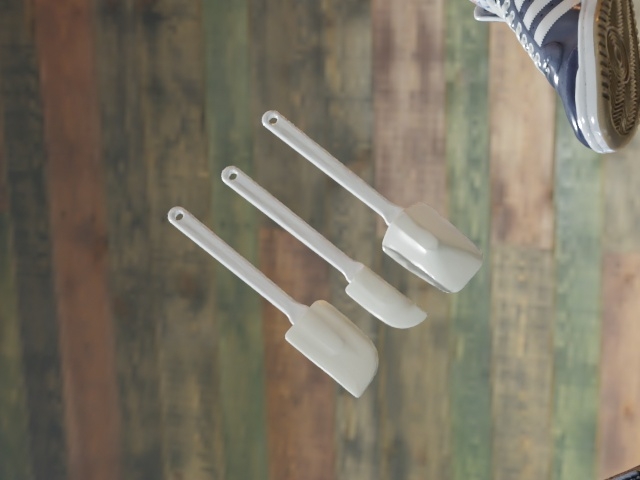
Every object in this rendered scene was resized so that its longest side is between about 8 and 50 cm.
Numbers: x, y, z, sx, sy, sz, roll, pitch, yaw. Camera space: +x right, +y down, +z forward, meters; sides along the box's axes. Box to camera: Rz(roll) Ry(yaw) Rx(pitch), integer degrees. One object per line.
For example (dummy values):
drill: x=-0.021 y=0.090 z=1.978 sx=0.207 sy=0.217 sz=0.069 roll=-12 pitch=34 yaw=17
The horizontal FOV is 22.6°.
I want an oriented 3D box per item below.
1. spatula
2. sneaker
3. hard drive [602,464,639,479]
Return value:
spatula: x=0.000 y=0.000 z=1.367 sx=0.168 sy=0.242 sz=0.019 roll=-48 pitch=-22 yaw=-8
sneaker: x=0.183 y=-0.185 z=1.363 sx=0.099 sy=0.153 sz=0.282 roll=39 pitch=-136 yaw=-51
hard drive: x=0.155 y=0.220 z=0.863 sx=0.339 sy=0.237 sz=0.064 roll=40 pitch=-151 yaw=-52
